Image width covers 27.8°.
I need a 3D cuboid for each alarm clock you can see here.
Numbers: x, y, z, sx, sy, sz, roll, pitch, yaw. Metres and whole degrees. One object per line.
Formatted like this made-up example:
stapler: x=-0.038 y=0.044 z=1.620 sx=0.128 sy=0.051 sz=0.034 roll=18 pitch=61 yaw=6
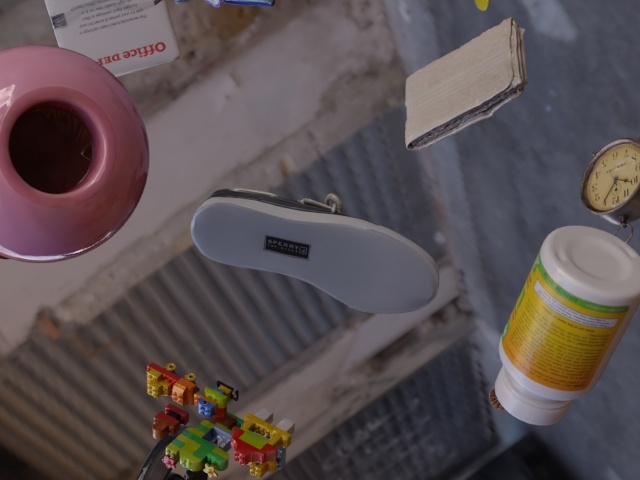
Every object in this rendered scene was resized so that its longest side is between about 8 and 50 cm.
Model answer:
alarm clock: x=0.463 y=-0.072 z=1.973 sx=0.064 sy=0.192 sz=0.129 roll=31 pitch=143 yaw=-29

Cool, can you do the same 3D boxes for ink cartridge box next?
ink cartridge box: x=-0.394 y=-0.449 z=2.360 sx=0.121 sy=0.211 sz=0.289 roll=-121 pitch=16 yaw=-72

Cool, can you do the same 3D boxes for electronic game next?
electronic game: x=-0.223 y=0.373 z=1.836 sx=0.048 sy=0.229 sz=0.229 roll=16 pitch=159 yaw=18

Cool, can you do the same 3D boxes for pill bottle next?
pill bottle: x=0.306 y=0.114 z=1.634 sx=0.136 sy=0.136 sz=0.245 roll=50 pitch=138 yaw=36

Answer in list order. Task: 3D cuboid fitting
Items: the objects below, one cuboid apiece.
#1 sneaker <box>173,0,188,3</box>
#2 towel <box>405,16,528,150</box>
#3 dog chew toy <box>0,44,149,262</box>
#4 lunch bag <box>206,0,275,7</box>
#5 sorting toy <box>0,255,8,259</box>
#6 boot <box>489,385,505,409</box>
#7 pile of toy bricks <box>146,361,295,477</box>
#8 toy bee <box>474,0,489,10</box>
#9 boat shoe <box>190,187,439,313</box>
sneaker: x=-0.179 y=-0.435 z=2.069 sx=0.073 sy=0.162 sz=0.063 roll=8 pitch=132 yaw=56
towel: x=0.280 y=-0.302 z=2.512 sx=0.049 sy=0.282 sz=0.187 roll=35 pitch=-136 yaw=-36
dog chew toy: x=-0.296 y=-0.080 z=1.296 sx=0.206 sy=0.207 sz=0.332 roll=56 pitch=161 yaw=-12
lunch bag: x=-0.142 y=-0.425 z=1.948 sx=0.128 sy=0.151 sz=0.096 roll=87 pitch=-169 yaw=-51
sorting toy: x=-0.688 y=-0.126 z=2.480 sx=0.126 sy=0.127 sz=0.365 roll=9 pitch=135 yaw=59
boot: x=0.362 y=0.234 z=2.198 sx=0.059 sy=0.158 sz=0.084 roll=63 pitch=-170 yaw=14
pile of toy bricks: x=-0.143 y=0.240 z=1.555 sx=0.212 sy=0.105 sz=0.118 roll=23 pitch=130 yaw=25
toy bee: x=0.232 y=-0.505 z=2.221 sx=0.298 sy=0.195 sz=0.162 roll=12 pitch=-172 yaw=1
boat shoe: x=-0.001 y=0.004 z=1.581 sx=0.105 sy=0.306 sz=0.113 roll=-64 pitch=-17 yaw=-64
